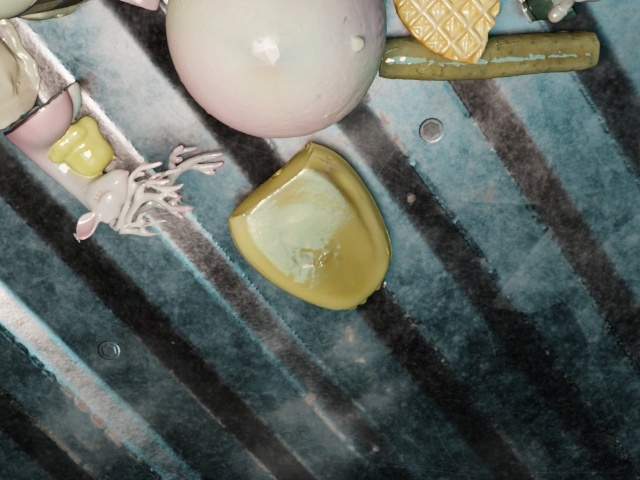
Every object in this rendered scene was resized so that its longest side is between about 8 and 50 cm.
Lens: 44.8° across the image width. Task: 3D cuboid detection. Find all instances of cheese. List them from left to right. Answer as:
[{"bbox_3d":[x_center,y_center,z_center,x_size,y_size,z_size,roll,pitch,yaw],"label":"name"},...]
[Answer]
[{"bbox_3d":[0.000,0.000,1.451,0.260,0.128,0.316,-36,112,12],"label":"cheese"}]

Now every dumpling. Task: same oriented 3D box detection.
[{"bbox_3d":[-0.562,-0.301,1.322,0.151,0.124,0.228,-20,93,-33],"label":"dumpling"}]

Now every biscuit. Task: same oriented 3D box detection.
[{"bbox_3d":[0.213,-0.457,1.257,0.205,0.040,0.308,16,99,0],"label":"biscuit"}]

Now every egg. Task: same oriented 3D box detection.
[{"bbox_3d":[-0.070,-0.313,1.187,0.355,0.339,0.354,1,117,1],"label":"egg"}]

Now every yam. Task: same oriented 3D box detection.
[{"bbox_3d":[0.285,-0.316,1.336,0.372,0.083,0.083,-1,114,1],"label":"yam"}]

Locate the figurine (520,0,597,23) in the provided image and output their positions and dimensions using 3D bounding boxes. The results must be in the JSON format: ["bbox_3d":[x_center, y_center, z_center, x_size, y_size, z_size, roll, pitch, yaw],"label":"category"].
[{"bbox_3d":[0.417,-0.428,1.264,0.192,0.147,0.126,-22,133,29],"label":"figurine"}]

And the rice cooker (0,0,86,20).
[{"bbox_3d":[-0.450,-0.471,1.153,0.289,0.277,0.288,6,112,16],"label":"rice cooker"}]

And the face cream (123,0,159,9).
[{"bbox_3d":[-0.283,-0.483,1.267,0.084,0.057,0.198,16,113,-7],"label":"face cream"}]

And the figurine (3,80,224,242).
[{"bbox_3d":[-0.362,-0.127,1.359,0.284,0.206,0.315,-28,117,23],"label":"figurine"}]
